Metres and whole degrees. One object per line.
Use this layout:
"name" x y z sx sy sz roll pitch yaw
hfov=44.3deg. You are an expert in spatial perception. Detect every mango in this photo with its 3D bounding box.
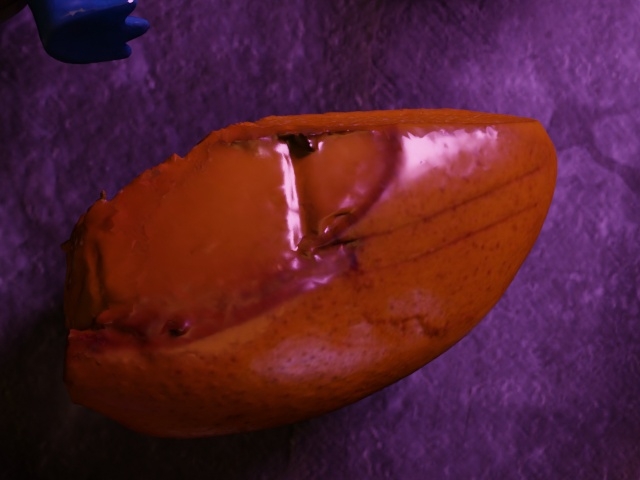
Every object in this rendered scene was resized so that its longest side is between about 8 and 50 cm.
"mango" 0.000 0.000 0.518 0.350 0.201 0.199 -18 136 -16

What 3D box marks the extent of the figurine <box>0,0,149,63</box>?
"figurine" -0.207 -0.234 0.442 0.243 0.298 0.416 24 97 32
